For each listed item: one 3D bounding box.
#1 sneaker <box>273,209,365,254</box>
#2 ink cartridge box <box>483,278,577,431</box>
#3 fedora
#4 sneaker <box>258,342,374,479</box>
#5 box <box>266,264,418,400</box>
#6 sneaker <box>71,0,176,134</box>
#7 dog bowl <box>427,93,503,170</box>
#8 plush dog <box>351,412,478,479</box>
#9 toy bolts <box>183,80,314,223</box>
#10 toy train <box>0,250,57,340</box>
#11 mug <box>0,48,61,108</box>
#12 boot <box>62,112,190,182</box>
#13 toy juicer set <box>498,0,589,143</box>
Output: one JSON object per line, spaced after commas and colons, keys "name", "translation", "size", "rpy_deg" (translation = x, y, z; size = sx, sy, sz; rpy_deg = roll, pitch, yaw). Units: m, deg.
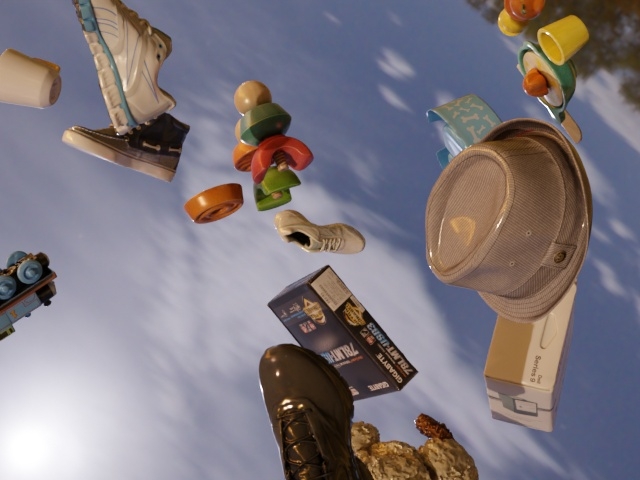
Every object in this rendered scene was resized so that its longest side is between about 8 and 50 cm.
{"name": "sneaker", "translation": [0.000, 0.000, 1.619], "size": [0.152, 0.054, 0.061], "rpy_deg": [14, -151, -17]}
{"name": "ink cartridge box", "translation": [0.376, 0.196, 1.839], "size": [0.121, 0.211, 0.289], "rpy_deg": [11, 159, 17]}
{"name": "fedora", "translation": [0.217, -0.023, 1.317], "size": [0.124, 0.275, 0.244], "rpy_deg": [-3, -133, -33]}
{"name": "sneaker", "translation": [-0.006, 0.266, 1.304], "size": [0.286, 0.109, 0.130], "rpy_deg": [67, -160, -7]}
{"name": "box", "translation": [0.038, 0.206, 2.210], "size": [0.293, 0.073, 0.295], "rpy_deg": [52, 157, -3]}
{"name": "sneaker", "translation": [-0.191, -0.204, 1.015], "size": [0.083, 0.190, 0.071], "rpy_deg": [-19, -151, -8]}
{"name": "dog bowl", "translation": [0.256, -0.128, 1.665], "size": [0.166, 0.074, 0.297], "rpy_deg": [55, 178, 25]}
{"name": "plush dog", "translation": [0.164, 0.414, 1.762], "size": [0.225, 0.210, 0.262], "rpy_deg": [-13, -100, -20]}
{"name": "toy bolts", "translation": [-0.129, -0.149, 1.676], "size": [0.218, 0.228, 0.158], "rpy_deg": [-17, -105, -24]}
{"name": "toy train", "translation": [-0.522, 0.095, 1.725], "size": [0.080, 0.184, 0.105], "rpy_deg": [24, 142, 49]}
{"name": "mug", "translation": [-0.329, -0.186, 1.182], "size": [0.064, 0.062, 0.078], "rpy_deg": [17, -114, 4]}
{"name": "boot", "translation": [-0.248, -0.139, 1.337], "size": [0.069, 0.086, 0.190], "rpy_deg": [20, -179, 32]}
{"name": "toy juicer set", "translation": [0.374, -0.311, 1.829], "size": [0.209, 0.089, 0.329], "rpy_deg": [53, 173, 29]}
